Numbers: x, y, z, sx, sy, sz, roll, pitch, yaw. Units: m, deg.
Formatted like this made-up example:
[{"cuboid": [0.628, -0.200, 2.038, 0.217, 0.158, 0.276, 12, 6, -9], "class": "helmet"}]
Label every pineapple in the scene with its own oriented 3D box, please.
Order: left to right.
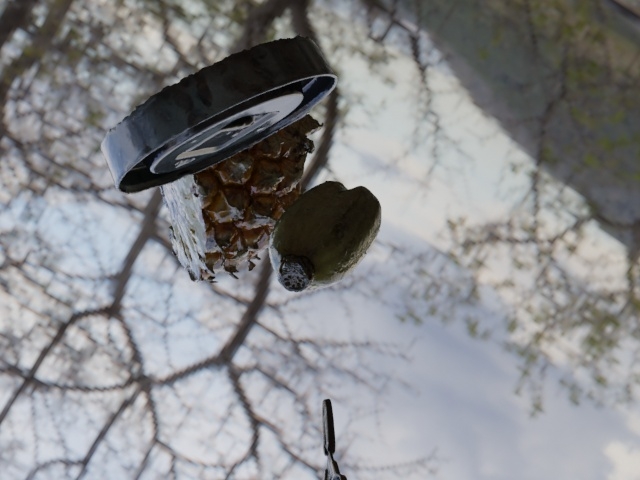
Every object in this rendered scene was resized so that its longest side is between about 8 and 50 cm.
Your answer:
[{"cuboid": [-0.080, -0.082, 2.116, 0.286, 0.344, 0.209, -23, -125, -19], "class": "pineapple"}]

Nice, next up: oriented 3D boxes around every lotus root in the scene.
[{"cuboid": [0.000, 0.001, 1.396, 0.090, 0.077, 0.183, 10, -148, 19], "class": "lotus root"}]

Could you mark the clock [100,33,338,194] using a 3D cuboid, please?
[{"cuboid": [-0.126, -0.155, 1.738, 0.061, 0.312, 0.312, 63, -161, 5], "class": "clock"}]

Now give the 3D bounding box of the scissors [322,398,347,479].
[{"cuboid": [0.015, 0.346, 2.283, 0.017, 0.088, 0.220, 17, -138, -19], "class": "scissors"}]
